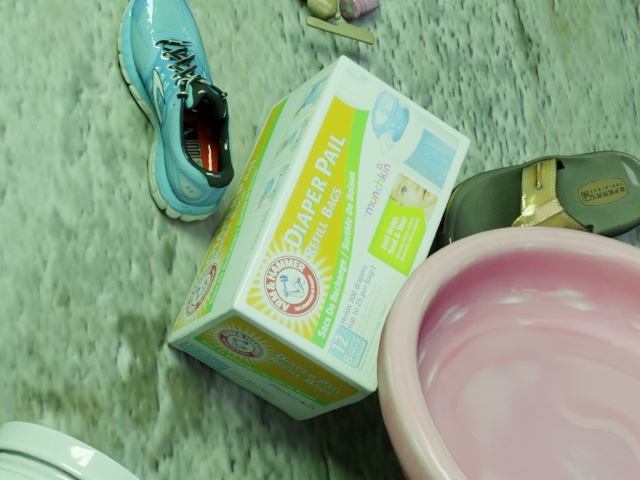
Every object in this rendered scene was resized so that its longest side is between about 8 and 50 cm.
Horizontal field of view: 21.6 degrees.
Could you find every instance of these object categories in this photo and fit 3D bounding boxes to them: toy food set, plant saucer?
[{"bbox_3d":[0.010,-0.198,1.229,0.078,0.019,0.122,14,61,-26],"label":"toy food set"},{"bbox_3d":[0.183,0.133,1.037,0.332,0.084,0.332,15,39,-12],"label":"plant saucer"}]

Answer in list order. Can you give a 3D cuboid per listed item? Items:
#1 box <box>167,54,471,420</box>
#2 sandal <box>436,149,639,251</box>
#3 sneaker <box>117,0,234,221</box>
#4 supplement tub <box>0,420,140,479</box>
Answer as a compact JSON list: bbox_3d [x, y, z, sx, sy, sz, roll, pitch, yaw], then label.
[{"bbox_3d":[0.000,0.000,1.108,0.114,0.103,0.203,31,62,-18],"label":"box"},{"bbox_3d":[0.175,-0.022,1.240,0.219,0.060,0.090,-15,82,-32],"label":"sandal"},{"bbox_3d":[-0.085,-0.098,1.109,0.063,0.073,0.162,-10,80,-31],"label":"sneaker"},{"bbox_3d":[-0.179,0.214,0.915,0.144,0.144,0.199,38,60,-14],"label":"supplement tub"}]
